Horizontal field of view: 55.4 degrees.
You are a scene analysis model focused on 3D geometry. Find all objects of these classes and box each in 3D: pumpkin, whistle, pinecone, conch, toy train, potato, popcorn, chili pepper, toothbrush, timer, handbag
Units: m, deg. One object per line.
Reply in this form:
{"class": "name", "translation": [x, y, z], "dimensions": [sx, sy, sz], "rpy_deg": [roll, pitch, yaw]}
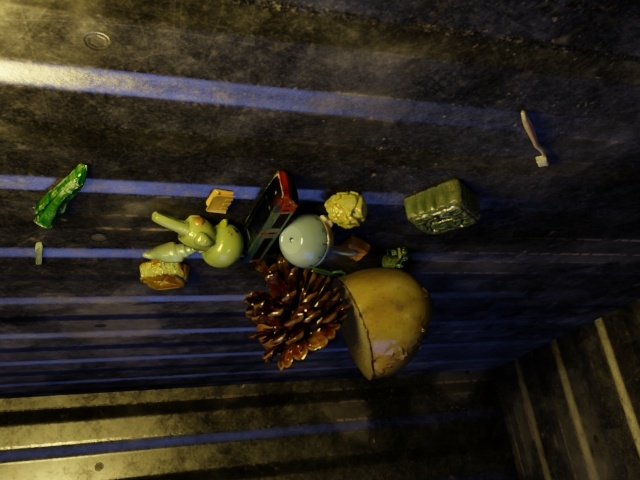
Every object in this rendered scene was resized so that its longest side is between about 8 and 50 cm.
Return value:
{"class": "pumpkin", "translation": [0.115, 0.023, 2.013], "dimensions": [0.083, 0.053, 0.074], "rpy_deg": [28, 138, -20]}
{"class": "whistle", "translation": [-0.326, -0.024, 1.725], "dimensions": [0.141, 0.141, 0.294], "rpy_deg": [-23, 132, 30]}
{"class": "pinecone", "translation": [-0.105, 0.217, 2.037], "dimensions": [0.385, 0.384, 0.384], "rpy_deg": [-7, 155, -3]}
{"class": "conch", "translation": [-0.449, 0.031, 1.861], "dimensions": [0.180, 0.088, 0.065], "rpy_deg": [-4, 112, 6]}
{"class": "toy train", "translation": [0.264, 0.059, 2.144], "dimensions": [0.081, 0.050, 0.122], "rpy_deg": [2, 156, -5]}
{"class": "potato", "translation": [0.251, 0.275, 2.195], "dimensions": [0.320, 0.385, 0.442], "rpy_deg": [-18, -174, -7]}
{"class": "popcorn", "translation": [0.076, -0.081, 1.715], "dimensions": [0.116, 0.106, 0.121], "rpy_deg": [-31, 148, 22]}
{"class": "chili pepper", "translation": [-0.621, -0.120, 1.478], "dimensions": [0.059, 0.088, 0.227], "rpy_deg": [14, 139, -45]}
{"class": "toothbrush", "translation": [0.550, -0.257, 1.576], "dimensions": [0.030, 0.025, 0.307], "rpy_deg": [-12, 157, 27]}
{"class": "timer", "translation": [-0.001, -0.013, 1.783], "dimensions": [0.256, 0.175, 0.175], "rpy_deg": [-20, 165, -35]}
{"class": "toy train", "translation": [-0.144, -0.059, 1.715], "dimensions": [0.089, 0.086, 0.409], "rpy_deg": [-1, 154, -25]}
{"class": "handbag", "translation": [-0.271, -0.106, 1.647], "dimensions": [0.061, 0.027, 0.083], "rpy_deg": [6, 151, -27]}

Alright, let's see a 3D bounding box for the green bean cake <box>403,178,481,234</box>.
{"class": "green bean cake", "translation": [0.361, -0.091, 1.806], "dimensions": [0.185, 0.094, 0.183], "rpy_deg": [-17, 155, 30]}

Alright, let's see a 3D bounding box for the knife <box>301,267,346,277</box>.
{"class": "knife", "translation": [0.018, 0.111, 2.214], "dimensions": [0.212, 0.015, 0.054], "rpy_deg": [14, 146, -40]}

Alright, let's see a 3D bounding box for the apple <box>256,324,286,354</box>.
{"class": "apple", "translation": [-0.135, 0.363, 2.498], "dimensions": [0.261, 0.193, 0.260], "rpy_deg": [-4, 154, -2]}

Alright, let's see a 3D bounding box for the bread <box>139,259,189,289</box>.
{"class": "bread", "translation": [-0.508, 0.108, 1.983], "dimensions": [0.140, 0.069, 0.128], "rpy_deg": [-11, 154, 15]}

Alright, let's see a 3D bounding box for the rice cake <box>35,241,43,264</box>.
{"class": "rice cake", "translation": [-0.828, 0.039, 1.793], "dimensions": [0.022, 0.022, 0.121], "rpy_deg": [-4, 157, -28]}
